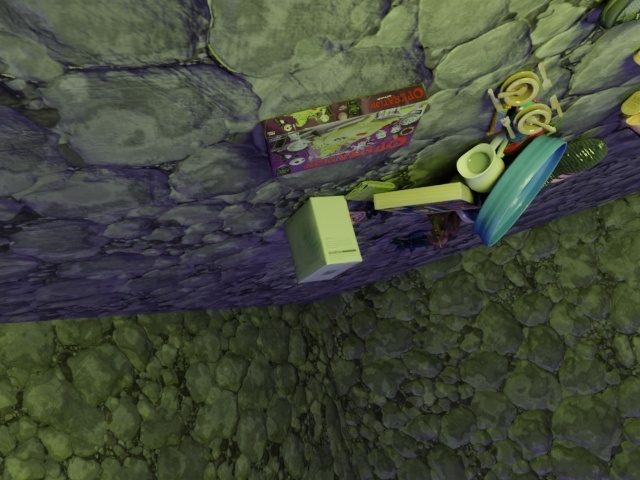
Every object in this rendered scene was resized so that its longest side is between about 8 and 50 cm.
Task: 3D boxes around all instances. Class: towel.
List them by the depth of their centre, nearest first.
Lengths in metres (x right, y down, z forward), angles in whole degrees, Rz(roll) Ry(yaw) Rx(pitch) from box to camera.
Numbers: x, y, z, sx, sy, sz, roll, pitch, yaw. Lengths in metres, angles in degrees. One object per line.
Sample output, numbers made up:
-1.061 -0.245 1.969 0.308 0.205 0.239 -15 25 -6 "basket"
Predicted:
0.159 -0.160 1.465 0.148 0.027 0.110 -3 160 -39 "towel"

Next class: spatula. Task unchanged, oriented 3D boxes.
0.192 0.021 2.183 0.296 0.030 0.084 -16 168 -1 "spatula"

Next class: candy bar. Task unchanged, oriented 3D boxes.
0.470 -0.319 1.205 0.040 0.018 0.161 -18 166 8 "candy bar"

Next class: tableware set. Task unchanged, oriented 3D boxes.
0.482 -0.309 1.064 0.128 0.039 0.194 -24 140 28 "tableware set"

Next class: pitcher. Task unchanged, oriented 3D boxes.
0.514 -0.237 1.390 0.178 0.125 0.207 -44 155 15 "pitcher"

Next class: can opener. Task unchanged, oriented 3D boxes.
0.191 -0.107 1.635 0.059 0.073 0.186 -21 173 -10 "can opener"

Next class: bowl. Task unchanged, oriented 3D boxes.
0.629 -0.159 1.463 0.391 0.077 0.391 -40 154 -24 "bowl"

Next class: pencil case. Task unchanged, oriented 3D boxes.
0.529 -0.314 1.192 0.070 0.064 0.152 -38 165 1 "pencil case"

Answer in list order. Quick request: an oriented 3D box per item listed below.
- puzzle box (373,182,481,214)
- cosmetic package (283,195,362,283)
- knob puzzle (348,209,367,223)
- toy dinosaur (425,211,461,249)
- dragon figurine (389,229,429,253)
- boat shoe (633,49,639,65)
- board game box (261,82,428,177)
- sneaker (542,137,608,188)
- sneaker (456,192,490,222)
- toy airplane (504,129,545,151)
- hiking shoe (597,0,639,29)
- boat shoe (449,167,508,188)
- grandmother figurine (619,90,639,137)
0.378 -0.132 1.547 0.272 0.052 0.409 -6 177 28 "puzzle box"
0.000 0.000 1.501 0.138 0.225 0.224 -4 162 -29 "cosmetic package"
0.090 -0.069 1.735 0.213 0.030 0.213 -15 165 -4 "knob puzzle"
0.513 -0.059 1.875 0.295 0.201 0.127 -6 163 -36 "toy dinosaur"
0.502 0.000 2.326 0.289 0.085 0.144 -17 166 11 "dragon figurine"
0.792 -0.422 1.079 0.170 0.063 0.059 8 157 -37 "boat shoe"
0.049 -0.237 1.018 0.346 0.056 0.208 -15 170 -4 "board game box"
0.891 -0.285 1.661 0.131 0.112 0.319 -26 178 -37 "sneaker"
0.663 -0.159 1.843 0.350 0.131 0.148 -9 158 -47 "sneaker"
0.606 -0.306 1.379 0.151 0.028 0.151 -13 165 -4 "toy airplane"
0.612 -0.416 0.784 0.226 0.114 0.086 -21 164 22 "hiking shoe"
0.558 -0.216 1.593 0.285 0.090 0.104 -2 -176 -35 "boat shoe"
1.018 -0.335 1.395 0.342 0.208 0.104 21 116 -42 "grandmother figurine"
